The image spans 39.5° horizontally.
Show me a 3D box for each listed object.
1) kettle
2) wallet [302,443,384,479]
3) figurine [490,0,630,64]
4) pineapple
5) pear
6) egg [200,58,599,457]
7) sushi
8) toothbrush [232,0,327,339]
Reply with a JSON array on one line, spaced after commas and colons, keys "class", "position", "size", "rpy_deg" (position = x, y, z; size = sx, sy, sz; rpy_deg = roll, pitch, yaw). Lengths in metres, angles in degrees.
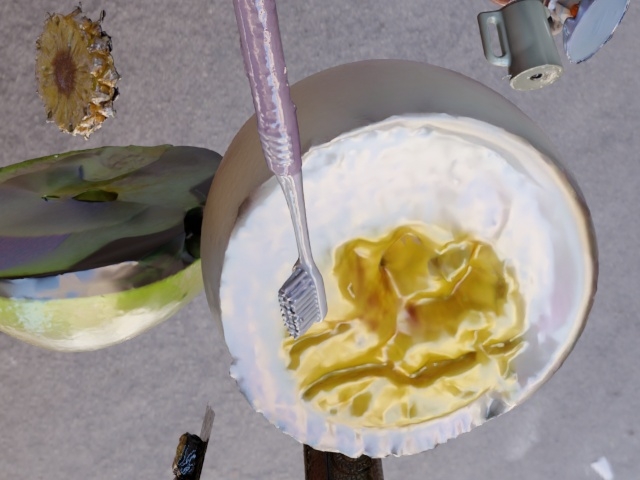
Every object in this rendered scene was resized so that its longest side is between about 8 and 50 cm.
[{"class": "kettle", "position": [0.372, -0.360, 1.654], "size": [0.127, 0.148, 0.098], "rpy_deg": [-17, 162, 22]}, {"class": "wallet", "position": [0.035, 0.385, 1.317], "size": [0.133, 0.243, 0.039], "rpy_deg": [-23, 135, 21]}, {"class": "figurine", "position": [0.484, -0.585, 1.943], "size": [0.248, 0.388, 0.276], "rpy_deg": [-28, 146, -30]}, {"class": "pineapple", "position": [-0.384, -0.264, 1.384], "size": [0.047, 0.221, 0.221], "rpy_deg": [-15, 147, -48]}, {"class": "pear", "position": [-0.286, 0.019, 1.118], "size": [0.399, 0.399, 0.165], "rpy_deg": [-6, 117, -2]}, {"class": "egg", "position": [0.058, -0.019, 0.901], "size": [0.355, 0.340, 0.354], "rpy_deg": [-3, 116, -6]}, {"class": "sushi", "position": [-0.167, 0.290, 1.066], "size": [0.031, 0.201, 0.139], "rpy_deg": [14, 170, -9]}, {"class": "toothbrush", "position": [-0.027, -0.061, 0.462], "size": [0.024, 0.029, 0.354], "rpy_deg": [25, 145, 27]}]
